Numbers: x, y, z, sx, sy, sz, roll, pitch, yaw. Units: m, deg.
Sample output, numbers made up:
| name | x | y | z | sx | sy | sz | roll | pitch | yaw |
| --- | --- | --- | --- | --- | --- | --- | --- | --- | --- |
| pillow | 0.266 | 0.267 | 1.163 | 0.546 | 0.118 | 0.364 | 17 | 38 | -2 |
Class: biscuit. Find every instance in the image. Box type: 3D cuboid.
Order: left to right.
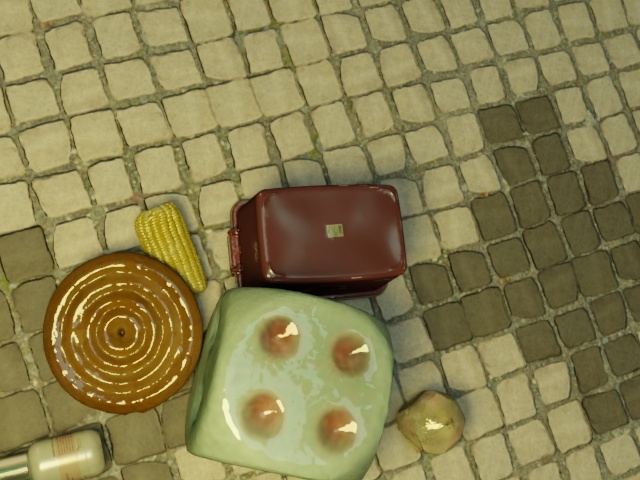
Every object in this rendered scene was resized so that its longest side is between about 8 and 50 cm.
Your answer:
| name | x | y | z | sx | sy | sz | roll | pitch | yaw |
| --- | --- | --- | --- | --- | --- | --- | --- | --- | --- |
| biscuit | -0.315 | 0.148 | 1.376 | 0.262 | 0.037 | 0.262 | 0 | 85 | -4 |

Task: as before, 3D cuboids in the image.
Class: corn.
| name | x | y | z | sx | sy | sz | roll | pitch | yaw |
| --- | --- | --- | --- | --- | --- | --- | --- | --- | --- |
| corn | -0.247 | 0.021 | 1.437 | 0.085 | 0.063 | 0.165 | -25 | 88 | -33 |

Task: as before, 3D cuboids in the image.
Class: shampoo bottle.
| name | x | y | z | sx | sy | sz | roll | pitch | yaw |
| --- | --- | --- | --- | --- | --- | --- | --- | --- | --- |
| shampoo bottle | -0.429 | 0.343 | 1.314 | 0.192 | 0.074 | 0.074 | -11 | 82 | -18 |

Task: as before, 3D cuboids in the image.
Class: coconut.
| name | x | y | z | sx | sy | sz | roll | pitch | yaw |
| --- | --- | --- | --- | --- | --- | --- | --- | --- | --- |
| coconut | 0.190 | 0.310 | 1.469 | 0.110 | 0.124 | 0.110 | 4 | 78 | -17 |

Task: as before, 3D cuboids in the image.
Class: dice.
| name | x | y | z | sx | sy | sz | roll | pitch | yaw |
| --- | --- | --- | --- | --- | --- | --- | --- | --- | --- |
| dice | -0.054 | 0.227 | 1.343 | 0.268 | 0.264 | 0.262 | 14 | 75 | -12 |

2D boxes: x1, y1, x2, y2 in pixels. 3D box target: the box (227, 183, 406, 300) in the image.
| name | x | y | z | sx | sy | sz | roll | pitch | yaw |
| --- | --- | --- | --- | --- | --- | --- | --- | --- | --- |
| box | 0.000 | 0.000 | 1.456 | 0.294 | 0.167 | 0.193 | -3 | 78 | -17 |
